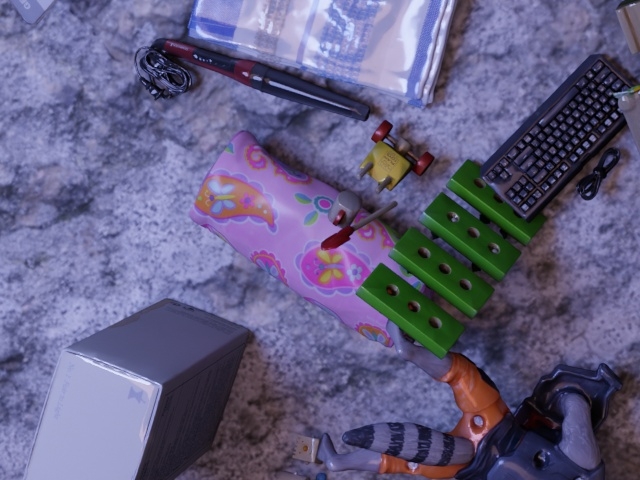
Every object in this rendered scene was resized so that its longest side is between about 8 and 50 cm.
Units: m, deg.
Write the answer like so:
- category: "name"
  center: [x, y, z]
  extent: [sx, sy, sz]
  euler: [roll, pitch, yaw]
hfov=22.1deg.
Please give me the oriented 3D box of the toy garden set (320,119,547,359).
- category: "toy garden set"
  center: [0.095, -0.005, 1.694]
  extent: [0.204, 0.244, 0.049]
  euler: [37, 137, 6]

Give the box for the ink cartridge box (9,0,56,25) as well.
- category: "ink cartridge box"
  center: [-0.288, -0.432, 1.749]
  extent: [0.272, 0.130, 0.309]
  euler: [-40, 84, 32]

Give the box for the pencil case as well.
- category: "pencil case"
  center: [0.000, 0.000, 1.764]
  extent: [0.284, 0.124, 0.124]
  euler: [32, 103, 7]

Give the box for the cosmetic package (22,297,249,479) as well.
- category: "cosmetic package"
  center: [-0.186, 0.172, 1.724]
  extent: [0.113, 0.309, 0.160]
  euler: [21, 100, 11]

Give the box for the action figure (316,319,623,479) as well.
- category: "action figure"
  center: [0.162, 0.265, 1.714]
  extent: [0.330, 0.178, 0.341]
  euler: [25, 106, -4]

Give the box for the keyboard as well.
- category: "keyboard"
  center: [0.264, -0.099, 1.719]
  extent: [0.108, 0.023, 0.180]
  euler: [44, 94, 5]

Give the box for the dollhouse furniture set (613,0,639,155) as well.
- category: "dollhouse furniture set"
  center: [0.410, -0.191, 1.660]
  extent: [0.197, 0.151, 0.301]
  euler: [-14, 107, 34]

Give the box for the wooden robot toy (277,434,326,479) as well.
- category: "wooden robot toy"
  center: [-0.047, 0.299, 1.834]
  extent: [0.079, 0.076, 0.173]
  euler: [12, 99, 23]

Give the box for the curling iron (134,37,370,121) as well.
- category: "curling iron"
  center: [-0.076, -0.169, 1.800]
  extent: [0.274, 0.035, 0.068]
  euler: [12, 103, 12]

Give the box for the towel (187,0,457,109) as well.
- category: "towel"
  center: [0.010, -0.276, 1.747]
  extent: [0.285, 0.034, 0.209]
  euler: [17, 106, 6]
